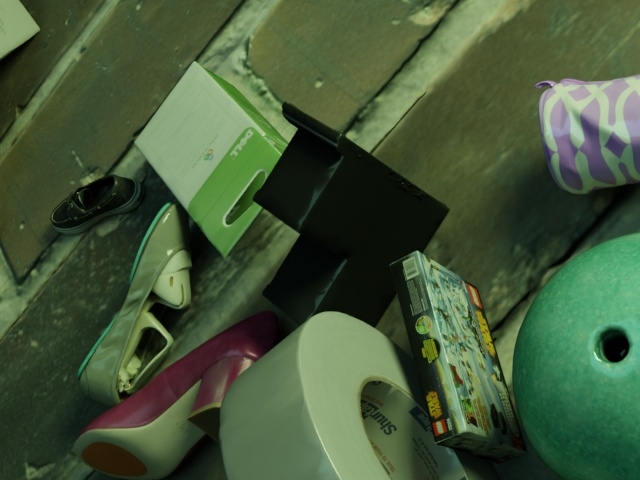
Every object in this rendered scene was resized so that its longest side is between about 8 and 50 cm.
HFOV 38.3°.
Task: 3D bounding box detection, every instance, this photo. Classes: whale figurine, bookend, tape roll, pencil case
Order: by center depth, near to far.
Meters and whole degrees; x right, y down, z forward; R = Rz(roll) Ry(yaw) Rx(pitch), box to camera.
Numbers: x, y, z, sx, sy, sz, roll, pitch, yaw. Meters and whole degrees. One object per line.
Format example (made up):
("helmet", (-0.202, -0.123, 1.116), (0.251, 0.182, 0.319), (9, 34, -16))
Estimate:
("whale figurine", (0.221, 0.108, 0.515), (0.216, 0.141, 0.272), (-47, 49, 12))
("tape roll", (0.037, 0.155, 0.590), (0.072, 0.219, 0.219), (-40, 51, 19))
("pencil case", (0.249, -0.088, 0.611), (0.206, 0.086, 0.088), (-12, 99, 34))
("bookend", (0.000, 0.000, 0.730), (0.072, 0.156, 0.157), (35, 96, 42))

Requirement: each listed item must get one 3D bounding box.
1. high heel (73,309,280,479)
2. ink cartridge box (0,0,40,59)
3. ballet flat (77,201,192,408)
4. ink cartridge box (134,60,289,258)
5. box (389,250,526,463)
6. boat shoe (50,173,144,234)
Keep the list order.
("high heel", (-0.134, 0.142, 0.848), (0.244, 0.082, 0.117), (-32, 24, 40))
("ink cartridge box", (-0.576, -0.203, 1.159), (0.279, 0.160, 0.385), (-24, 23, 29))
("ballet flat", (-0.163, 0.067, 0.905), (0.068, 0.072, 0.213), (27, 90, 15))
("ink cartridge box", (-0.091, -0.074, 0.897), (0.109, 0.062, 0.209), (-51, 49, 10))
("box", (0.098, 0.084, 0.657), (0.027, 0.094, 0.137), (-29, 55, 27))
("boat shoe", (-0.260, -0.045, 1.035), (0.142, 0.040, 0.049), (-17, 61, 32))
